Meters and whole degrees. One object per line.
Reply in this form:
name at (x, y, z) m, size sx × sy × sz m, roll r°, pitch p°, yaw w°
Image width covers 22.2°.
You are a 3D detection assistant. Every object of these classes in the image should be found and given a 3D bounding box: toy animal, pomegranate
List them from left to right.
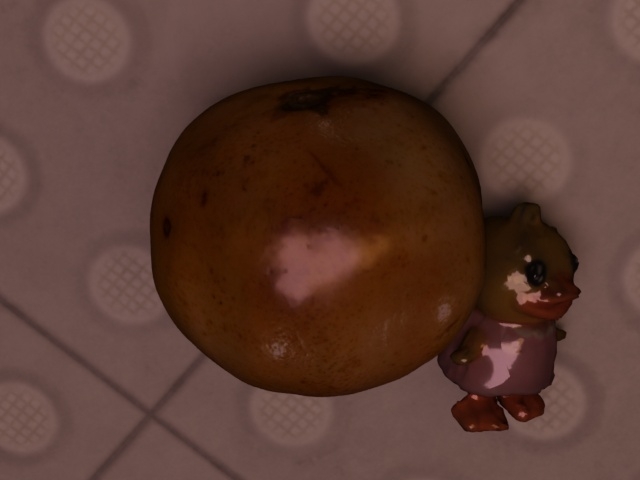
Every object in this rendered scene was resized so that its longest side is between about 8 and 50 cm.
pomegranate at (0.000, 0.000, 1.916) m, size 0.416 × 0.417 × 0.417 m, roll 3°, pitch 114°, yaw 8°
toy animal at (0.237, 0.084, 2.032) m, size 0.169 × 0.195 × 0.281 m, roll 38°, pitch 126°, yaw 36°
